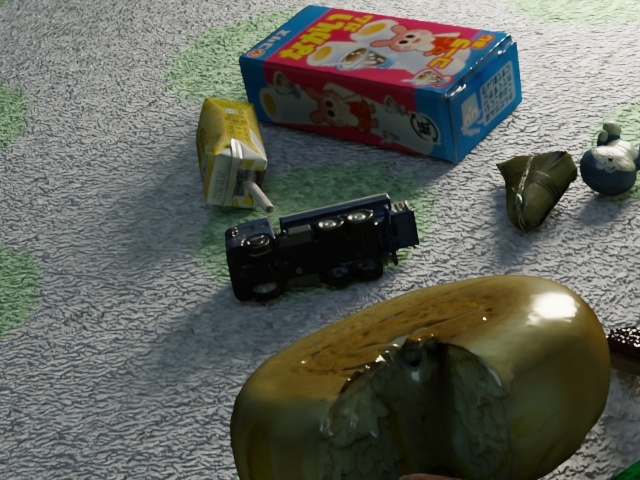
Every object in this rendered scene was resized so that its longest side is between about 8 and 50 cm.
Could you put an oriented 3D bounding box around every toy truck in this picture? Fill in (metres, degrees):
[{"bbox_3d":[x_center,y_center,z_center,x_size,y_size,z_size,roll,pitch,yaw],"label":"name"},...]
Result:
[{"bbox_3d":[0.000,0.000,1.875,0.202,0.074,0.088,-13,27,-3],"label":"toy truck"}]

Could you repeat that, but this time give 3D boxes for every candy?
[{"bbox_3d":[0.069,-0.191,2.133,0.306,0.100,0.157,14,41,33],"label":"candy"}]

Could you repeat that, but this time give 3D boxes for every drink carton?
[{"bbox_3d":[-0.099,-0.087,2.039,0.075,0.084,0.200,8,29,-13],"label":"drink carton"}]

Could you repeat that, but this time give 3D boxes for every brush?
[{"bbox_3d":[0.308,0.108,1.563,0.043,0.036,0.248,-22,11,-12],"label":"brush"}]

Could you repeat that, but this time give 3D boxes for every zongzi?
[{"bbox_3d":[0.207,-0.053,1.924,0.113,0.052,0.104,2,38,44],"label":"zongzi"}]

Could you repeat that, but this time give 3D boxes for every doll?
[{"bbox_3d":[0.319,-0.081,1.924,0.076,0.050,0.083,29,45,22],"label":"doll"}]

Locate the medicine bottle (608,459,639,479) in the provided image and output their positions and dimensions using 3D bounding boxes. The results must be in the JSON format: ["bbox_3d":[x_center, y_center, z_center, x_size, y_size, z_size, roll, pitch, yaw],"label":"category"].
[{"bbox_3d":[0.285,0.211,1.435,0.260,0.095,0.095,-29,36,-26],"label":"medicine bottle"}]

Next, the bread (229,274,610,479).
[{"bbox_3d":[0.088,0.145,1.529,0.333,0.160,0.333,-16,14,4],"label":"bread"}]

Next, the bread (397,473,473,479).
[{"bbox_3d":[0.113,0.267,1.327,0.123,0.190,0.244,16,8,-28],"label":"bread"}]
